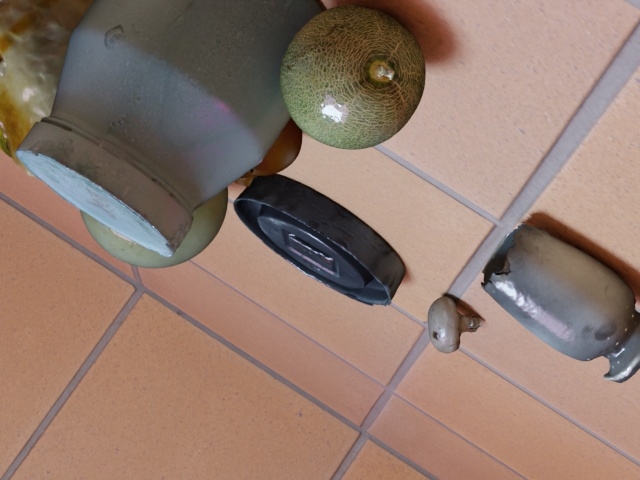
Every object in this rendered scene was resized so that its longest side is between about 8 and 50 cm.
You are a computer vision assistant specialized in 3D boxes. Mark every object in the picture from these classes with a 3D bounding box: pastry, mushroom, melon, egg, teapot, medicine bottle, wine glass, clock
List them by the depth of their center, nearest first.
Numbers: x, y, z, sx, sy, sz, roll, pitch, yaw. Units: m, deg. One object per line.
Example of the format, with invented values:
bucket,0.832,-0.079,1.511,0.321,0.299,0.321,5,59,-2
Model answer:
melon,0.032,-0.157,1.453,0.139,0.139,0.192,38,171,-15
medicine bottle,-0.157,-0.154,1.576,0.245,0.290,0.245,31,167,8
wine glass,0.284,0.069,1.702,0.204,0.111,0.111,34,167,-2
pastry,-0.276,-0.208,1.768,0.256,0.236,0.170,58,157,3
teapot,-0.119,-0.145,1.858,0.178,0.135,0.252,23,164,26
mushroom,0.196,0.122,2.204,0.079,0.085,0.085,-3,160,4
clock,0.000,0.000,2.246,0.280,0.055,0.280,31,166,8
egg,-0.243,-0.066,2.249,0.218,0.218,0.295,32,-179,9

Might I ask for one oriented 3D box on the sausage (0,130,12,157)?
sausage,-0.438,-0.169,2.536,0.347,0.123,0.123,22,162,41
